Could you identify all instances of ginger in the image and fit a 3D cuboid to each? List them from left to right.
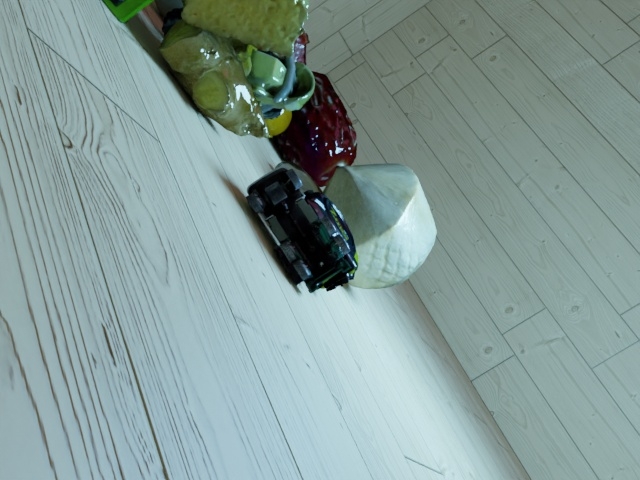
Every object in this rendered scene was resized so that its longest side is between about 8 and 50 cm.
[{"bbox_3d":[-0.201,-0.305,1.382,0.218,0.123,0.270,-94,160,-57],"label":"ginger"}]

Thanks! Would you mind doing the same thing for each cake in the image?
[{"bbox_3d":[-0.120,-0.510,1.331,0.228,0.222,0.286,18,29,-15],"label":"cake"}]

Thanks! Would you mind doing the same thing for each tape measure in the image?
[{"bbox_3d":[0.000,0.000,1.399,0.199,0.112,0.186,61,15,-4],"label":"tape measure"}]

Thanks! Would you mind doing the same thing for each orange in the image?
[{"bbox_3d":[-0.147,-0.349,1.886,0.155,0.134,0.154,165,-90,-83],"label":"orange"}]

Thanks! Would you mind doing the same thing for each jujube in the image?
[{"bbox_3d":[-0.024,-0.338,2.114,0.376,0.258,0.258,59,8,28],"label":"jujube"}]

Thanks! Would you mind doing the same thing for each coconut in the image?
[{"bbox_3d":[0.121,-0.054,1.682,0.328,0.329,0.329,55,8,-11],"label":"coconut"}]

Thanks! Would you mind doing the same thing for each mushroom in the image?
[{"bbox_3d":[-0.032,-0.116,1.808,0.209,0.072,0.094,56,-1,-2],"label":"mushroom"}]

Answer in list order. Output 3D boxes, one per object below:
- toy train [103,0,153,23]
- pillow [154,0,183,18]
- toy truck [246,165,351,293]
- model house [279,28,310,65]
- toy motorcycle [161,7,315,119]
[{"bbox_3d":[-0.363,-0.545,1.230,0.307,0.174,0.248,53,17,-28],"label":"toy train"},{"bbox_3d":[-0.219,-0.542,1.722,0.322,0.255,0.119,47,6,-47],"label":"pillow"},{"bbox_3d":[-0.040,-0.016,1.251,0.216,0.110,0.116,57,-5,7],"label":"toy truck"},{"bbox_3d":[-0.140,-0.559,1.966,0.196,0.160,0.253,47,-31,38],"label":"model house"},{"bbox_3d":[-0.166,-0.393,1.606,0.410,0.237,0.168,38,55,-56],"label":"toy motorcycle"}]
